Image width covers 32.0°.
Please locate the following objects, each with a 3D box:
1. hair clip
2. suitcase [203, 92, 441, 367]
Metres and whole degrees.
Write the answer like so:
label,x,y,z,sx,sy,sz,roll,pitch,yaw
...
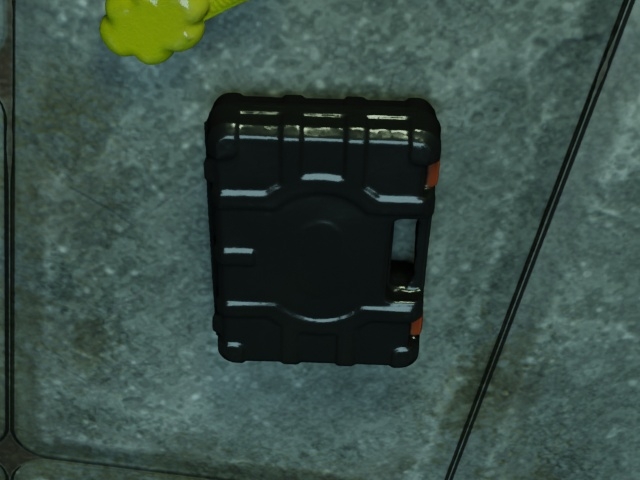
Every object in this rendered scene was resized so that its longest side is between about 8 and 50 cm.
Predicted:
label,x,y,z,sx,sy,sz,roll,pitch,yaw
hair clip,-0.102,-0.191,0.892,0.173,0.046,0.072,-20,121,19
suitcase,0.000,0.000,1.028,0.206,0.066,0.286,2,129,0
